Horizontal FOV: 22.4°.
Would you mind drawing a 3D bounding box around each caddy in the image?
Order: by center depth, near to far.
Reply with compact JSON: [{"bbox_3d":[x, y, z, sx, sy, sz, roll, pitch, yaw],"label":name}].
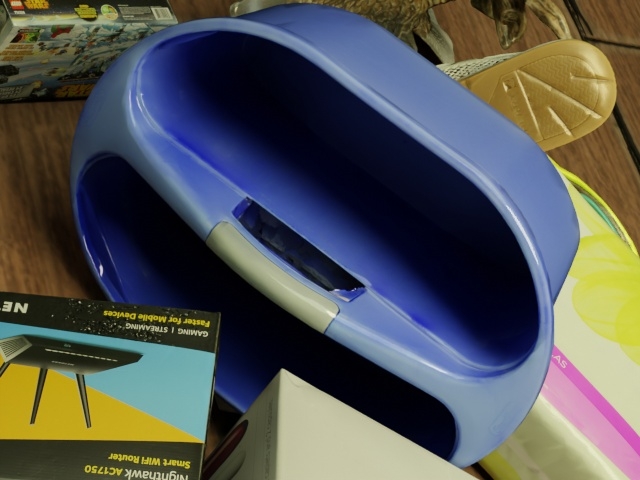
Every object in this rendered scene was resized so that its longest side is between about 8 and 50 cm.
[{"bbox_3d":[0.000,0.000,1.035,0.341,0.241,0.179,37,28,9],"label":"caddy"}]

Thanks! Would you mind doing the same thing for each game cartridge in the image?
[{"bbox_3d":[-0.041,0.093,1.120,0.083,0.017,0.056,-4,65,-41],"label":"game cartridge"}]

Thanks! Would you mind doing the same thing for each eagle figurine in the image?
[{"bbox_3d":[0.021,-0.219,1.323,0.298,0.225,0.226,-15,21,-14],"label":"eagle figurine"}]

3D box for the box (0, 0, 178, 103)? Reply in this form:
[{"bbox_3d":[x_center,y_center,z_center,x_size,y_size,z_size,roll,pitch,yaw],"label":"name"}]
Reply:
[{"bbox_3d":[-0.179,-0.133,1.126,0.137,0.094,0.027,-8,64,-43],"label":"box"}]

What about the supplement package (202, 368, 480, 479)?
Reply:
[{"bbox_3d":[0.017,0.237,0.904,0.204,0.145,0.262,31,25,-16],"label":"supplement package"}]

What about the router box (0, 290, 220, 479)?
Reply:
[{"bbox_3d":[-0.153,0.097,0.947,0.179,0.046,0.133,5,50,-1],"label":"router box"}]

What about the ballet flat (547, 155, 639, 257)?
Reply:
[{"bbox_3d":[0.195,-0.035,1.374,0.231,0.077,0.077,46,25,3],"label":"ballet flat"}]

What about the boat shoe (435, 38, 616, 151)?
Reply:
[{"bbox_3d":[0.086,-0.082,1.231,0.096,0.277,0.098,-77,152,-80],"label":"boat shoe"}]

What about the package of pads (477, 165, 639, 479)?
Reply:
[{"bbox_3d":[0.183,0.082,1.245,0.296,0.101,0.229,47,42,1],"label":"package of pads"}]
